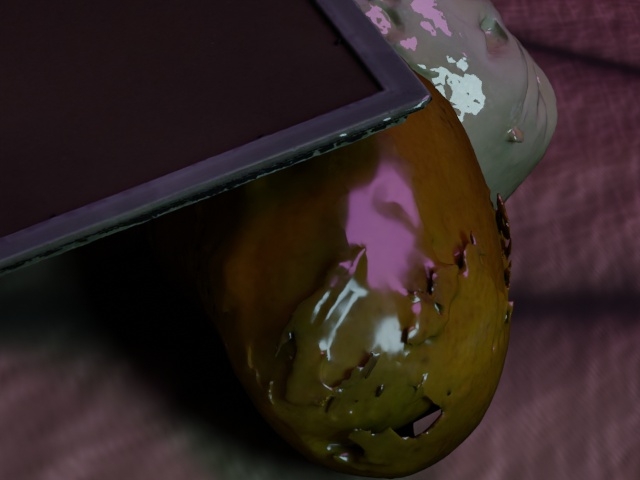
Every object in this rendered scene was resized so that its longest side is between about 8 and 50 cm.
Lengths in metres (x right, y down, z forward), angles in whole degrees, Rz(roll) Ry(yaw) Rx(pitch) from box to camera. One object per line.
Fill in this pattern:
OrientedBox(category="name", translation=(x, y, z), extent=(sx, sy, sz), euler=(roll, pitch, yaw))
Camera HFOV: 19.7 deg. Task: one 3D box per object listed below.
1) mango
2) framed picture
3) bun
OrientedBox(category="mango", translation=(0.000, 0.000, 0.761), extent=(0.156, 0.151, 0.249), euler=(-1, 31, -2))
OrientedBox(category="framed picture", translation=(-0.100, -0.083, 0.761), extent=(0.274, 0.217, 0.017), euler=(-120, -168, -50))
OrientedBox(category="bun", translation=(0.034, -0.107, 1.050), extent=(0.229, 0.145, 0.229), euler=(26, 20, -10))
